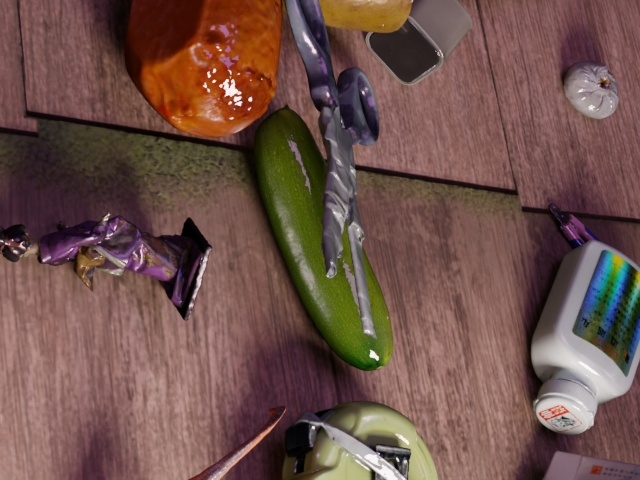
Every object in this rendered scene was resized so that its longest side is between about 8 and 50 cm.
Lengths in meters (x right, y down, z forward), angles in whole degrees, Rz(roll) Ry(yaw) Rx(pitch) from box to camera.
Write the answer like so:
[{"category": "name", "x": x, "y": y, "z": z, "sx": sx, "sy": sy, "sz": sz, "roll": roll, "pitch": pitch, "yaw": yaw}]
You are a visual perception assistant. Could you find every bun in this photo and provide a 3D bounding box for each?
[{"category": "bun", "x": 0.347, "y": -0.193, "z": 2.067, "sx": 0.083, "sy": 0.045, "sz": 0.083, "roll": 13, "pitch": 67, "yaw": -32}]

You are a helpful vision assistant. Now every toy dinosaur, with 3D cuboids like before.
[{"category": "toy dinosaur", "x": -0.137, "y": 0.241, "z": 1.461, "sx": 0.055, "sy": 0.101, "sz": 0.279, "roll": 52, "pitch": 59, "yaw": -20}]

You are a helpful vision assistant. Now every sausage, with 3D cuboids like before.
[{"category": "sausage", "x": -0.116, "y": -0.235, "z": 1.664, "sx": 0.141, "sy": 0.153, "sz": 0.268, "roll": 40, "pitch": 44, "yaw": -53}]

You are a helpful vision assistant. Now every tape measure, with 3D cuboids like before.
[{"category": "tape measure", "x": 0.040, "y": 0.243, "z": 1.588, "sx": 0.200, "sy": 0.106, "sz": 0.175, "roll": 21, "pitch": 61, "yaw": -31}]

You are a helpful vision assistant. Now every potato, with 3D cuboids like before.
[{"category": "potato", "x": -0.004, "y": -0.316, "z": 1.792, "sx": 0.158, "sy": 0.178, "sz": 0.203, "roll": -16, "pitch": 101, "yaw": -23}]

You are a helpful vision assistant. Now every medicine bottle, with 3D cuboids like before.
[{"category": "medicine bottle", "x": 0.307, "y": 0.116, "z": 1.865, "sx": 0.121, "sy": 0.083, "sz": 0.229, "roll": 39, "pitch": 50, "yaw": -15}]

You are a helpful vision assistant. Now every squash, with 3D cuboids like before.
[{"category": "squash", "x": -0.001, "y": 0.002, "z": 1.688, "sx": 0.082, "sy": 0.082, "sz": 0.292, "roll": -14, "pitch": 77, "yaw": -40}]

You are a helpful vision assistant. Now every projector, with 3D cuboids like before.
[{"category": "projector", "x": 0.114, "y": -0.242, "z": 1.888, "sx": 0.083, "sy": 0.083, "sz": 0.082, "roll": 47, "pitch": 49, "yaw": -10}]

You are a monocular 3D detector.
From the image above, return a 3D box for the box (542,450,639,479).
[{"category": "box", "x": 0.334, "y": 0.310, "z": 1.704, "sx": 0.149, "sy": 0.233, "sz": 0.067, "roll": -57, "pitch": 142, "yaw": -39}]

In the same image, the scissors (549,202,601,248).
[{"category": "scissors", "x": 0.315, "y": -0.003, "z": 1.975, "sx": 0.113, "sy": 0.012, "sz": 0.039, "roll": 45, "pitch": 49, "yaw": -11}]

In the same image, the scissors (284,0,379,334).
[{"category": "scissors", "x": 0.021, "y": -0.083, "z": 1.661, "sx": 0.256, "sy": 0.029, "sz": 0.383, "roll": 55, "pitch": 24, "yaw": -49}]

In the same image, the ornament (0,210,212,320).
[{"category": "ornament", "x": -0.213, "y": 0.006, "z": 1.537, "sx": 0.203, "sy": 0.081, "sz": 0.088, "roll": 11, "pitch": 104, "yaw": -16}]
